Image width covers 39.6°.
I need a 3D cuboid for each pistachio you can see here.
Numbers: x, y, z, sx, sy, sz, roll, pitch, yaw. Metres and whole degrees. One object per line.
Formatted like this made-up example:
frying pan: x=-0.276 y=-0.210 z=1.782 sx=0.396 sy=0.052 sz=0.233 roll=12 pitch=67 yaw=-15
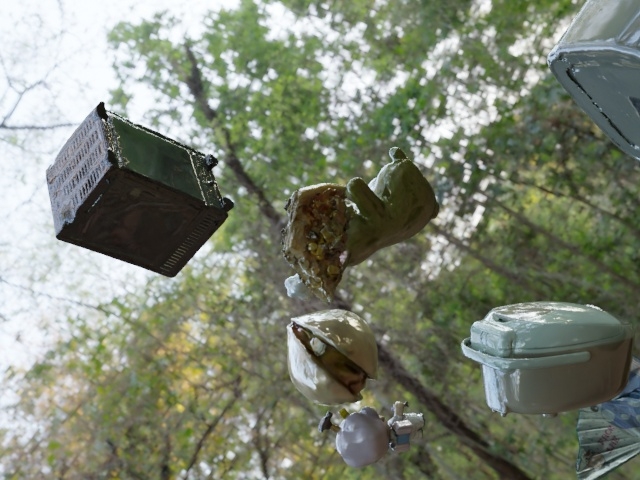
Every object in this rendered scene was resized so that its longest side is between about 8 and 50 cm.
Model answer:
pistachio: x=0.019 y=0.227 z=1.777 sx=0.193 sy=0.214 sz=0.318 roll=-52 pitch=-4 yaw=-6

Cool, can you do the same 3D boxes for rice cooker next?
rice cooker: x=0.274 y=0.136 z=1.058 sx=0.206 sy=0.145 sz=0.127 roll=-11 pitch=-81 yaw=-20

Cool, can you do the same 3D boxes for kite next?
kite: x=0.411 y=0.235 z=1.349 sx=0.335 sy=0.314 sz=0.011 roll=-76 pitch=-12 yaw=-49

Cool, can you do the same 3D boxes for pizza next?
pizza: x=0.000 y=0.000 z=1.624 sx=0.147 sy=0.069 sz=0.226 roll=14 pitch=-99 yaw=-42

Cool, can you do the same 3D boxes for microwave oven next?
microwave oven: x=-0.303 y=-0.085 z=1.466 sx=0.247 sy=0.188 sz=0.178 roll=24 pitch=-57 yaw=-40

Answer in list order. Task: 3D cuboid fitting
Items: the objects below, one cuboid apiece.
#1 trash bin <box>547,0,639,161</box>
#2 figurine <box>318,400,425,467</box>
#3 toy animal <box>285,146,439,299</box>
trash bin: x=0.355 y=-0.207 z=0.788 sx=0.250 sy=0.219 sz=0.220 roll=-50 pitch=20 yaw=-5
figurine: x=0.112 y=0.399 z=1.814 sx=0.229 sy=0.112 sz=0.137 roll=-4 pitch=-58 yaw=-25
toy animal: x=0.066 y=-0.038 z=1.826 sx=0.363 sy=0.180 sz=0.181 roll=-31 pitch=-2 yaw=-18
